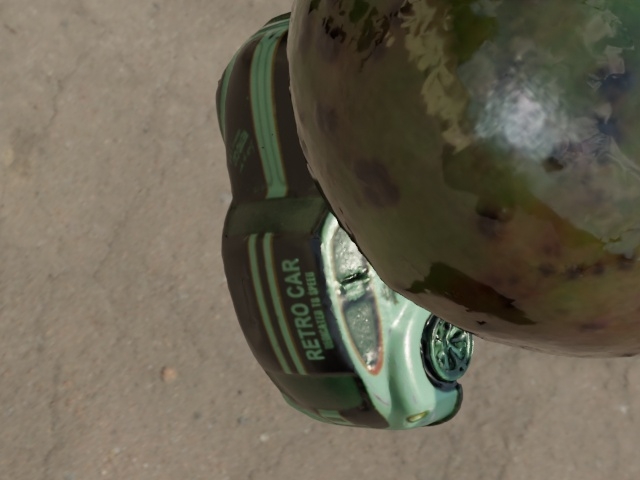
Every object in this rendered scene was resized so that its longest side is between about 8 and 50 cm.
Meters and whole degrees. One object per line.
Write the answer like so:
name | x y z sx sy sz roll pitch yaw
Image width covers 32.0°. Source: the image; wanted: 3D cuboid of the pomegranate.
pomegranate | 0.112 -0.100 0.482 0.242 0.306 0.242 14 24 -6

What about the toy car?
toy car | 0.000 0.000 0.760 0.125 0.136 0.305 -28 109 -46
